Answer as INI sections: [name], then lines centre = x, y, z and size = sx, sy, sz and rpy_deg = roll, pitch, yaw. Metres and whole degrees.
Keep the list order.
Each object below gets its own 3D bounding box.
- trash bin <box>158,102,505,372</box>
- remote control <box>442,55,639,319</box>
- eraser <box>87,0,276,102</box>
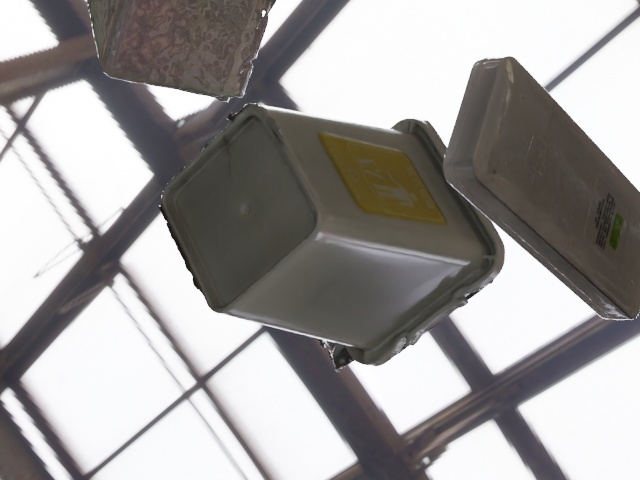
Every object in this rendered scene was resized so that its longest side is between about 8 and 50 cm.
[trash bin]
centre = 0.000, 0.000, 1.358
size = 0.368, 0.296, 0.255
rpy_deg = 10, -133, -53
[remote control]
centre = 0.180, -0.032, 0.856
size = 0.250, 0.034, 0.103
rpy_deg = 34, -115, -40
[eraser]
centre = -0.041, -0.217, 0.526
size = 0.086, 0.287, 0.130
rpy_deg = 9, -146, -21
